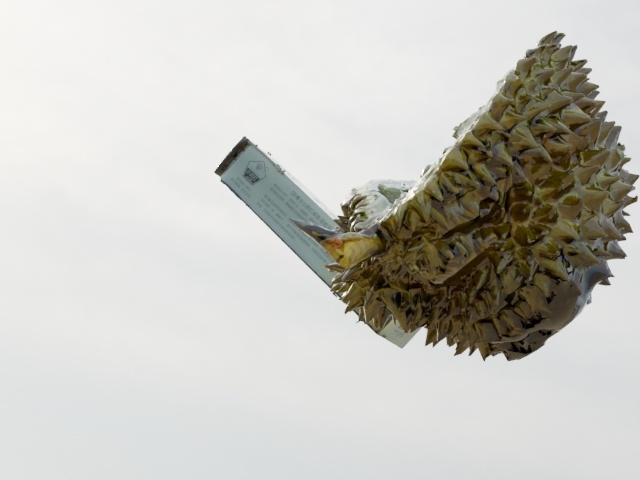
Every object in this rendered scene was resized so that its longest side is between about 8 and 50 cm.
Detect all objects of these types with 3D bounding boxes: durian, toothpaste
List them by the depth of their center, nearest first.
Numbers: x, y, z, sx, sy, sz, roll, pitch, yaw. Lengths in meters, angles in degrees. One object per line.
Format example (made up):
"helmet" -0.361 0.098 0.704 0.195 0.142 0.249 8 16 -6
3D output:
"durian" 0.095 -0.005 0.849 0.138 0.237 0.193 53 -46 5
"toothpaste" 0.000 0.000 1.797 0.313 0.071 0.089 44 6 29
